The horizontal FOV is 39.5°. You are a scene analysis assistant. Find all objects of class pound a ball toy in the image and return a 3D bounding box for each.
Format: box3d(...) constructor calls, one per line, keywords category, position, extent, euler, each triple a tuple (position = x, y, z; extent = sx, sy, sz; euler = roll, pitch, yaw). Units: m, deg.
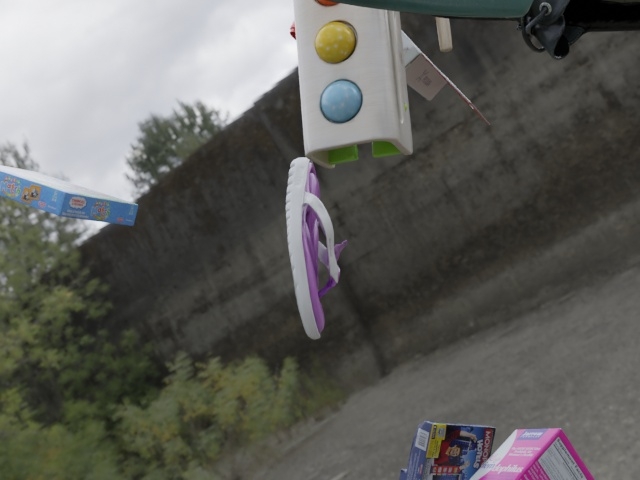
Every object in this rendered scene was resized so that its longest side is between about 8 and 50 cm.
box3d(category="pound a ball toy", position=(0.070, -0.273, 1.160), extent=(0.208, 0.319, 0.135), euler=(-8, -11, 20))

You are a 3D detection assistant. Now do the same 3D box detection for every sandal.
box3d(category="sandal", position=(-0.003, -0.009, 1.702), extent=(0.102, 0.417, 0.169), euler=(-10, -38, 7))

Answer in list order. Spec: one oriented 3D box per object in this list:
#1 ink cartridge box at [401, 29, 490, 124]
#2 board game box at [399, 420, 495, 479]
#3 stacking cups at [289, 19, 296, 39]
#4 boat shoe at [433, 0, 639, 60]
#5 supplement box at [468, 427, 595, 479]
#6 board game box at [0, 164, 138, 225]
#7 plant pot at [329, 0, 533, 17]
box3d(category="ink cartridge box", position=(0.181, -0.285, 1.554), extent=(0.060, 0.239, 0.275), euler=(-42, -12, 13))
box3d(category="board game box", position=(0.227, 0.403, 1.514), extent=(0.194, 0.194, 0.060), euler=(12, 0, -34))
box3d(category="stacking cups", position=(0.058, -0.448, 1.410), extent=(0.316, 0.096, 0.096), euler=(-63, -2, -4))
box3d(category="boat shoe", position=(0.239, -0.226, 0.834), extent=(0.339, 0.113, 0.127), euler=(1, -9, 18))
box3d(category="supplement box", position=(0.295, 0.395, 1.345), extent=(0.220, 0.114, 0.111), euler=(-36, 6, -31))
box3d(category="board game box", position=(-0.399, -0.070, 1.301), extent=(0.211, 0.039, 0.160), euler=(16, 3, 26))
box3d(category="plant pot", position=(0.018, -0.216, 0.479), extent=(0.165, 0.234, 0.166), euler=(-80, 11, -64))
